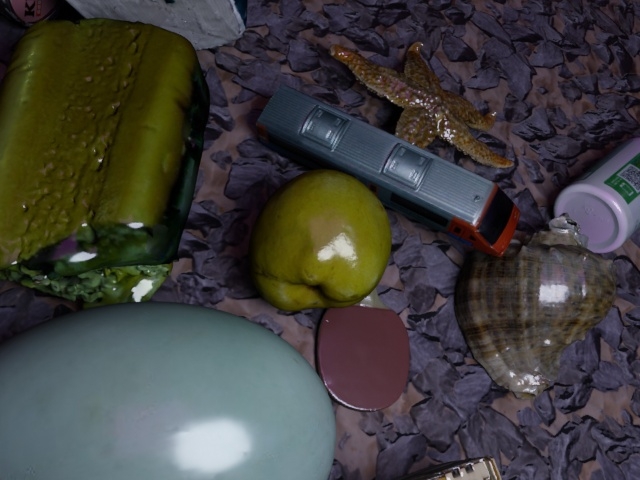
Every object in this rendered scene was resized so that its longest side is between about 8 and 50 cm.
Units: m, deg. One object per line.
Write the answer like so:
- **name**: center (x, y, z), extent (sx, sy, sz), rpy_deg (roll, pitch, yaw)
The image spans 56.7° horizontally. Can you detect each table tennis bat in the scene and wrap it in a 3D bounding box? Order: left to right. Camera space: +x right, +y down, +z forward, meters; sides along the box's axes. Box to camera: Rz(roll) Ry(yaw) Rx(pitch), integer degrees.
- **table tennis bat**: center (0.063, 0.119, 0.850), extent (0.138, 0.022, 0.247), rpy_deg (12, 64, -13)

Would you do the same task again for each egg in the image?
- **egg**: center (-0.174, 0.198, 0.582), extent (0.388, 0.276, 0.276), rpy_deg (-2, 66, -17)

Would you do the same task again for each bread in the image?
- **bread**: center (-0.272, -0.096, 0.732), extent (0.251, 0.208, 0.377), rpy_deg (6, 63, -8)

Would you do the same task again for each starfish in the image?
- **starfish**: center (0.171, -0.218, 1.005), extent (0.375, 0.094, 0.327), rpy_deg (39, 58, -3)

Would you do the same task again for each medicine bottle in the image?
- **medicine bottle**: center (0.540, -0.097, 1.044), extent (0.274, 0.133, 0.133), rpy_deg (-34, 79, -28)

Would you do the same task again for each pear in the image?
- **pear**: center (0.000, 0.000, 0.788), extent (0.200, 0.200, 0.200), rpy_deg (7, 63, -15)

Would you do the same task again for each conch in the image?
- **conch**: center (0.330, 0.077, 0.875), extent (0.210, 0.159, 0.291), rpy_deg (24, 62, -7)

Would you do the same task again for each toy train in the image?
- **toy train**: center (0.099, -0.106, 0.874), extent (0.409, 0.089, 0.086), rpy_deg (27, 75, 13)

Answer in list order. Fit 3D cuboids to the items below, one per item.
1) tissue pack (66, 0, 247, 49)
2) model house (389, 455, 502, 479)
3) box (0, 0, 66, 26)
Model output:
- **tissue pack**: center (-0.242, -0.523, 0.856), extent (0.253, 0.264, 0.417), rpy_deg (-3, 74, 11)
- **model house**: center (0.105, 0.376, 0.653), extent (0.271, 0.178, 0.206), rpy_deg (-7, 69, -25)
- **box**: center (-0.458, -0.409, 0.863), extent (0.135, 0.151, 0.151), rpy_deg (26, 60, 5)
